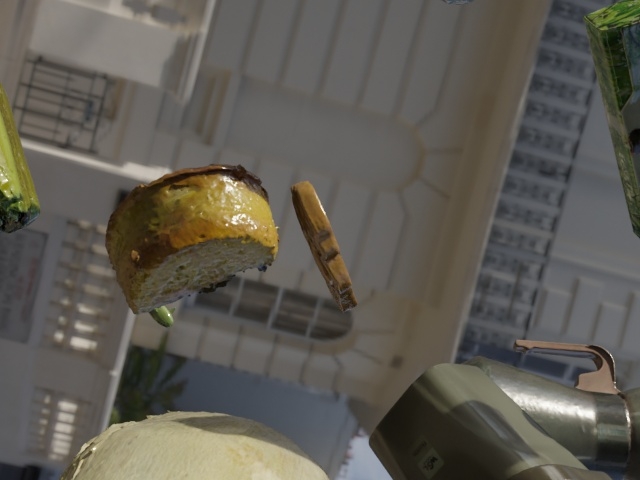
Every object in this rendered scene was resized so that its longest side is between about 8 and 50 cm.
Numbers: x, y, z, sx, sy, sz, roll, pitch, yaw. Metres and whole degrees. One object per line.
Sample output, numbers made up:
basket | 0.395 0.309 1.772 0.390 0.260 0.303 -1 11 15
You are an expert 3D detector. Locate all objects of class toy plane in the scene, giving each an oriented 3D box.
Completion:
toy plane | -0.286 0.105 1.833 0.040 0.111 0.102 -51 161 -2

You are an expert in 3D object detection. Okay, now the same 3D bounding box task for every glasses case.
glasses case | 0.347 -0.118 1.094 0.062 0.095 0.272 -112 178 -57

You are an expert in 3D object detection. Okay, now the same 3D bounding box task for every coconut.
coconut | -0.152 0.372 1.110 0.360 0.346 0.346 -58 175 -41

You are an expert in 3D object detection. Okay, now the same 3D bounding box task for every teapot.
teapot | 0.390 0.315 1.856 0.253 0.344 0.300 97 -2 -61

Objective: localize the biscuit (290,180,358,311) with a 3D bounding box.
biscuit | 0.001 0.002 1.285 0.144 0.040 0.236 60 -2 19

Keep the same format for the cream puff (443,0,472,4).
cream puff | 0.194 -0.486 1.587 0.185 0.282 0.282 -41 -152 31

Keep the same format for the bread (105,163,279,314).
bread | -0.198 -0.016 1.564 0.147 0.260 0.160 71 1 -61

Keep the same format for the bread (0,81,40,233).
bread | -0.635 -0.169 1.905 0.251 0.208 0.376 93 -20 -65

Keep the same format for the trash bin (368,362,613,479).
trash bin | 0.216 0.307 1.432 0.220 0.219 0.250 -52 -124 16
